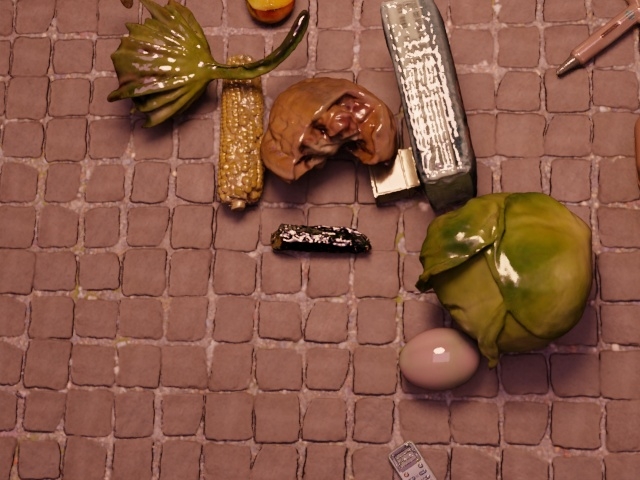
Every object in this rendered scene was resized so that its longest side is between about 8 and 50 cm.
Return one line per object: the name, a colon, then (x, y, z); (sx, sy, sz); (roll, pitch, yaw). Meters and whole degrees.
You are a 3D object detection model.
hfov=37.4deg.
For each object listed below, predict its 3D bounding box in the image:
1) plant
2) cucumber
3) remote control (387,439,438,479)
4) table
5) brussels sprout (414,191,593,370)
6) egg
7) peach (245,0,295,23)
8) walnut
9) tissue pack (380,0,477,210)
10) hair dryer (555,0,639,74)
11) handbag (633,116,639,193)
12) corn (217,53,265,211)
plant: (-0.213, -0.308, 1.620); (0.333, 0.180, 0.251); (11, 89, 36)
cucumber: (0.000, 0.000, 1.645); (0.181, 0.053, 0.053); (5, 79, 5)
remote control: (0.163, 0.394, 1.561); (0.053, 0.018, 0.124); (-32, 77, -1)
table: (0.128, -0.112, 1.645); (0.083, 0.062, 0.079); (-13, 77, 4)
brussels sprout: (0.294, 0.051, 1.508); (0.294, 0.227, 0.259); (-20, 74, -27)
egg: (0.196, 0.195, 1.554); (0.135, 0.103, 0.103); (-10, 78, 6)
peach: (-0.092, -0.439, 1.740); (0.098, 0.061, 0.098); (0, 56, 0)
walnut: (0.005, -0.208, 1.606); (0.238, 0.141, 0.204); (-12, 44, -2)
tissue pack: (0.187, -0.225, 1.577); (0.103, 0.228, 0.316); (-13, 78, 8)
hair dryer: (0.497, -0.382, 1.672); (0.220, 0.053, 0.195); (-26, 76, 8)
handbag: (0.655, -0.156, 1.516); (0.301, 0.149, 0.283); (-12, 37, 17)
corn: (-0.139, -0.192, 1.682); (0.086, 0.086, 0.288); (-2, 76, 6)
